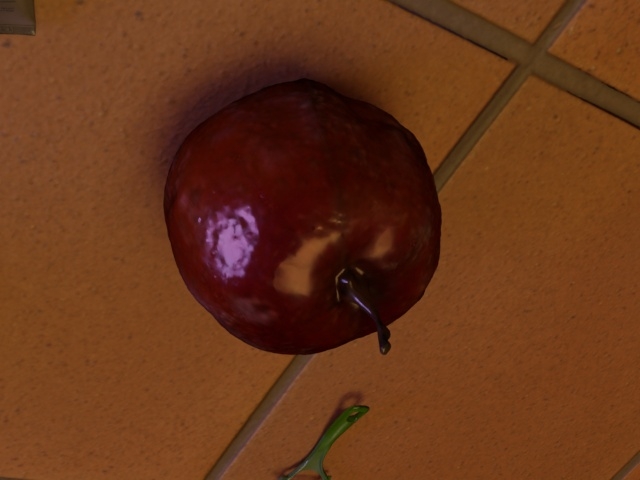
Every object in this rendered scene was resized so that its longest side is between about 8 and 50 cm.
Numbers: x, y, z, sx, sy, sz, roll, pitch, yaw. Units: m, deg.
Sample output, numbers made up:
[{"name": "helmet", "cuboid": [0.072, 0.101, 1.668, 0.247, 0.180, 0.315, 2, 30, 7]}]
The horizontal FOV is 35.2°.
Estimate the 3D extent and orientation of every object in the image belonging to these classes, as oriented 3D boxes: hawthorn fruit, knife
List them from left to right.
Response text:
[{"name": "hawthorn fruit", "cuboid": [0.000, 0.000, 0.827, 0.242, 0.271, 0.242, -9, 123, -15]}, {"name": "knife", "cuboid": [0.008, 0.250, 1.228, 0.078, 0.022, 0.166, 5, 129, -37]}]

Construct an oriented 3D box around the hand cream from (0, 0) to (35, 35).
[{"name": "hand cream", "cuboid": [-0.228, -0.217, 0.684, 0.087, 0.054, 0.186, -4, 137, -28]}]
